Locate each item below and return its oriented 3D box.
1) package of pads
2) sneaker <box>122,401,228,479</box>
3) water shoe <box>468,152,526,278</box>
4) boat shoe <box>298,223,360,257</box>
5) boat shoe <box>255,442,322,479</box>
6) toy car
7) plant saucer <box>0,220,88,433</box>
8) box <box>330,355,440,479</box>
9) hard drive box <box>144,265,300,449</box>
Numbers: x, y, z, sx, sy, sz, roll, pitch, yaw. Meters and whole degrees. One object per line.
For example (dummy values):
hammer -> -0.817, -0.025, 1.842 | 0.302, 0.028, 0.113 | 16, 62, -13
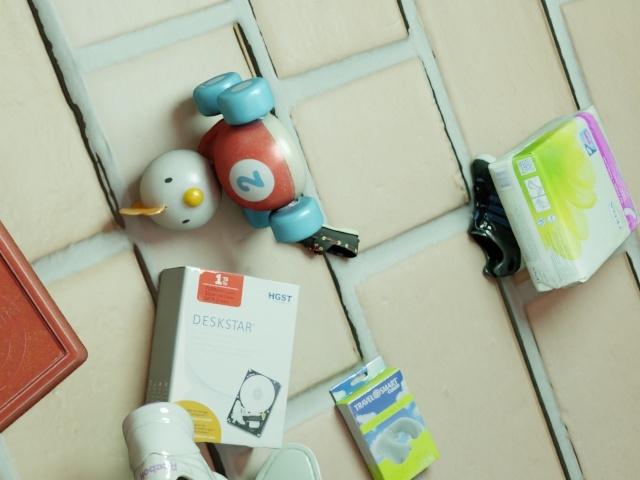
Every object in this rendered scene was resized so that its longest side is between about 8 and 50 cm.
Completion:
package of pads -> 0.397, -0.066, 1.873 | 0.296, 0.101, 0.229 | -32, 102, -51
sneaker -> -0.177, 0.346, 1.503 | 0.114, 0.152, 0.305 | -21, 133, 2
water shoe -> 0.276, -0.039, 1.871 | 0.080, 0.073, 0.203 | -22, 96, -26
boat shoe -> 0.001, 0.000, 1.729 | 0.133, 0.049, 0.042 | 10, 73, -32
boat shoe -> -0.048, 0.439, 1.643 | 0.114, 0.091, 0.303 | 7, 80, 16
toy car -> -0.156, -0.077, 1.578 | 0.238, 0.210, 0.219 | -29, 111, -15
plant saucer -> -0.436, 0.125, 1.444 | 0.258, 0.047, 0.259 | -42, 114, -31
box -> 0.099, 0.277, 1.763 | 0.109, 0.042, 0.178 | -31, 101, -28
hard drive box -> -0.138, 0.164, 1.616 | 0.181, 0.089, 0.232 | 10, 80, -28
